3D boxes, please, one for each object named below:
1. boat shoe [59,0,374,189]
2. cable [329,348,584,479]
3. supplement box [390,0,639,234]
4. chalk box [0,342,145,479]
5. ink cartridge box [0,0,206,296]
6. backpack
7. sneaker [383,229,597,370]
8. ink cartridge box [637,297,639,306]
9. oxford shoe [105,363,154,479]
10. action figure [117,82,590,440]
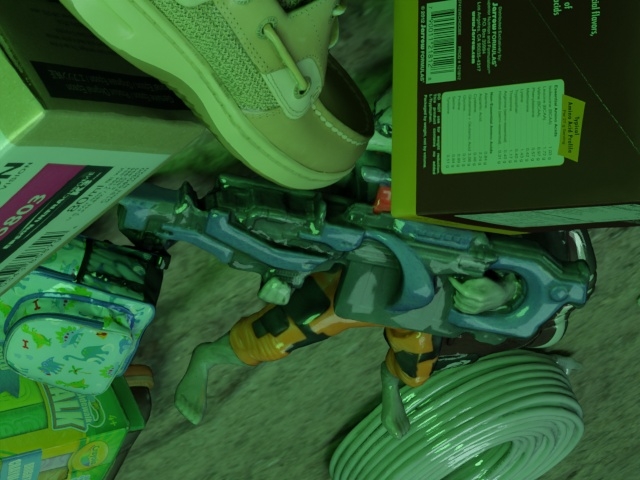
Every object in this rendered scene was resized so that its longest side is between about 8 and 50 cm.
[{"bbox_3d":[-0.036,-0.127,1.046,0.110,0.121,0.341,-34,153,12],"label":"boat shoe"},{"bbox_3d":[0.139,0.205,1.876,0.257,0.089,0.257,-38,153,19],"label":"cable"},{"bbox_3d":[0.158,-0.107,1.112,0.194,0.191,0.129,-3,174,39],"label":"supplement box"},{"bbox_3d":[-0.223,0.122,1.309,0.213,0.132,0.132,-12,150,-32],"label":"chalk box"},{"bbox_3d":[-0.206,-0.032,1.044,0.235,0.088,0.193,-38,169,20],"label":"ink cartridge box"},{"bbox_3d":[-0.171,0.043,1.233,0.114,0.084,0.105,20,139,-12],"label":"backpack"},{"bbox_3d":[0.132,0.044,1.556,0.162,0.106,0.281,-21,154,-9],"label":"sneaker"},{"bbox_3d":[0.424,0.051,1.908,0.180,0.060,0.104,-3,144,-42],"label":"ink cartridge box"},{"bbox_3d":[-0.216,0.230,1.512,0.130,0.133,0.363,-6,146,-38],"label":"oxford shoe"},{"bbox_3d":[0.000,0.000,1.349,0.341,0.178,0.330,17,130,-17],"label":"action figure"}]
